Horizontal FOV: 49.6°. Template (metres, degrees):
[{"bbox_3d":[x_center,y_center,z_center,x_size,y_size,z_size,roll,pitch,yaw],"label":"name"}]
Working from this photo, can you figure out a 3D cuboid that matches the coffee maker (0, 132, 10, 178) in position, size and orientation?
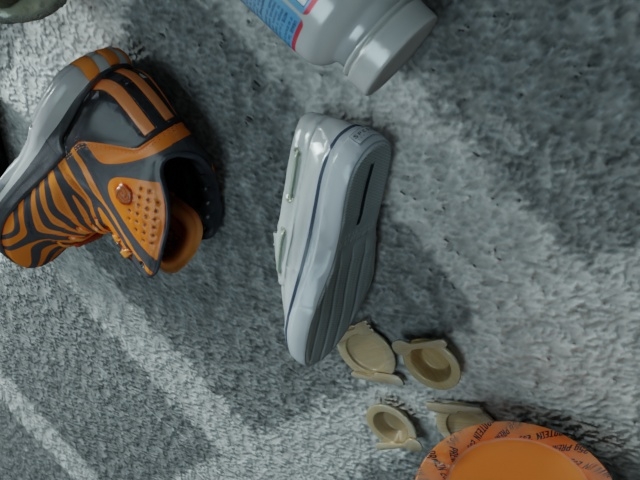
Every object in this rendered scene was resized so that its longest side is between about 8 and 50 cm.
[{"bbox_3d":[-0.410,-0.083,0.808,0.171,0.120,0.178,5,128,7],"label":"coffee maker"}]

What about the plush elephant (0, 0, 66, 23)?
[{"bbox_3d":[-0.354,-0.259,0.520,0.255,0.272,0.330,53,161,7],"label":"plush elephant"}]

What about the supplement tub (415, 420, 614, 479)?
[{"bbox_3d":[0.163,0.320,0.589,0.193,0.193,0.316,11,127,31],"label":"supplement tub"}]

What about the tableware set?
[{"bbox_3d":[0.087,0.144,0.646,0.141,0.020,0.169,-10,114,41],"label":"tableware set"}]

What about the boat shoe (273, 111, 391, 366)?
[{"bbox_3d":[0.000,0.000,0.577,0.076,0.083,0.226,34,125,29],"label":"boat shoe"}]

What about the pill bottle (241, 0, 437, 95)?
[{"bbox_3d":[-0.006,-0.170,0.439,0.160,0.087,0.087,44,136,2],"label":"pill bottle"}]

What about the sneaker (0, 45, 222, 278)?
[{"bbox_3d":[-0.215,-0.019,0.682,0.180,0.124,0.321,47,136,0],"label":"sneaker"}]
